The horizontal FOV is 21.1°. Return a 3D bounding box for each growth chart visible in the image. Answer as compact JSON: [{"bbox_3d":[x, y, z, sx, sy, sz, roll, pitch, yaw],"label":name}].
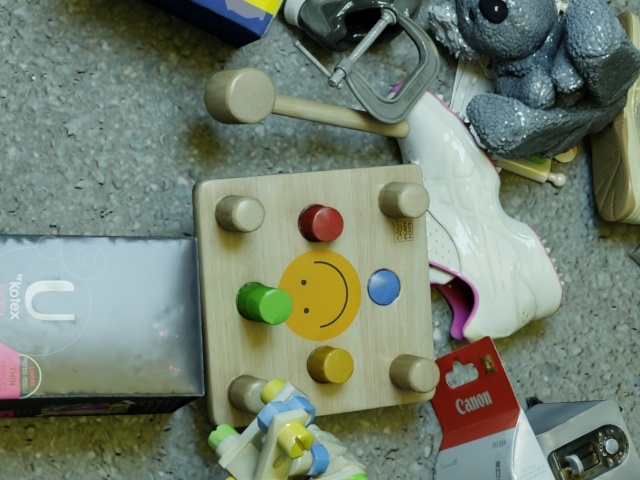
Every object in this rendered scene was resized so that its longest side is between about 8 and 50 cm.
[{"bbox_3d":[0.228,-0.187,1.990,0.172,0.021,0.237,11,76,-14],"label":"growth chart"}]

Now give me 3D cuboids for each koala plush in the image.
[{"bbox_3d":[0.226,-0.219,1.887,0.196,0.203,0.221,-46,68,18],"label":"koala plush"}]

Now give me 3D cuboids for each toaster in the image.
[{"bbox_3d":[0.258,0.258,1.814,0.110,0.185,0.168,-23,93,-24],"label":"toaster"}]

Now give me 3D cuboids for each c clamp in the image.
[{"bbox_3d":[0.061,-0.196,1.822,0.137,0.022,0.161,51,50,-8],"label":"c clamp"}]

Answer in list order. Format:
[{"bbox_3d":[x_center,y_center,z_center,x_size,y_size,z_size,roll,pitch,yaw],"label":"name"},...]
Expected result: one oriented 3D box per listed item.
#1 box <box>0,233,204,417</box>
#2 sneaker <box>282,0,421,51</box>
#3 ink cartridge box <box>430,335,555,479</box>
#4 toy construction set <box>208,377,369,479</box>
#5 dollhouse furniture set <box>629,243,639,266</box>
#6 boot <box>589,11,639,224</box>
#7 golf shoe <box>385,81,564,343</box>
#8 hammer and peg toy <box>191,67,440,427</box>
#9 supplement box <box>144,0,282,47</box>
[{"bbox_3d":[-0.262,0.087,1.700,0.270,0.143,0.165,0,77,-18],"label":"box"},{"bbox_3d":[0.081,-0.271,1.916,0.234,0.078,0.106,-26,54,-18],"label":"sneaker"},{"bbox_3d":[0.164,0.232,1.779,0.066,0.189,0.232,-26,86,-26],"label":"ink cartridge box"},{"bbox_3d":[-0.080,0.287,1.664,0.327,0.215,0.151,-44,56,16],"label":"toy construction set"},{"bbox_3d":[0.410,0.097,1.936,0.182,0.101,0.161,46,68,-3],"label":"dollhouse furniture set"},{"bbox_3d":[0.417,-0.128,1.999,0.203,0.095,0.262,11,63,-22],"label":"boot"},{"bbox_3d":[0.139,-0.028,1.877,0.140,0.115,0.306,-30,84,-15],"label":"golf shoe"},{"bbox_3d":[0.000,0.000,1.764,0.266,0.127,0.361,-5,94,-24],"label":"hammer and peg toy"},{"bbox_3d":[-0.082,-0.405,1.800,0.194,0.195,0.356,26,89,-11],"label":"supplement box"}]
